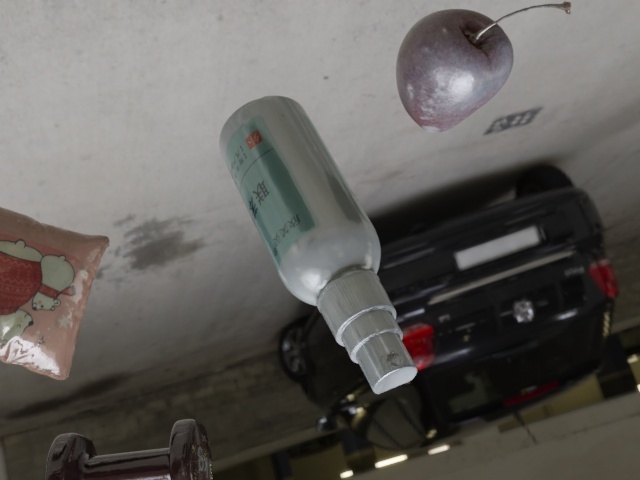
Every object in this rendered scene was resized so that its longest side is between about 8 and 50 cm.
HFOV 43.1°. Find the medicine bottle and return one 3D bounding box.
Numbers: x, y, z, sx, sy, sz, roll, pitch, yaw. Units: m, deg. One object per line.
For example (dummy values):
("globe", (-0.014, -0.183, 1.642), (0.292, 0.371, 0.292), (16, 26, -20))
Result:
("medicine bottle", (0.000, 0.000, 0.839), (0.110, 0.352, 0.110), (-19, 146, -13))

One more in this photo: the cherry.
("cherry", (0.169, -0.191, 0.900), (0.188, 0.148, 0.115), (-16, -151, -32))

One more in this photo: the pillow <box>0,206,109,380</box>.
("pillow", (-0.425, 0.064, 1.127), (0.236, 0.223, 0.084), (25, 162, -37))

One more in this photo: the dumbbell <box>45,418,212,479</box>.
("dumbbell", (-0.277, 0.339, 1.191), (0.225, 0.124, 0.140), (-8, 156, 5))
